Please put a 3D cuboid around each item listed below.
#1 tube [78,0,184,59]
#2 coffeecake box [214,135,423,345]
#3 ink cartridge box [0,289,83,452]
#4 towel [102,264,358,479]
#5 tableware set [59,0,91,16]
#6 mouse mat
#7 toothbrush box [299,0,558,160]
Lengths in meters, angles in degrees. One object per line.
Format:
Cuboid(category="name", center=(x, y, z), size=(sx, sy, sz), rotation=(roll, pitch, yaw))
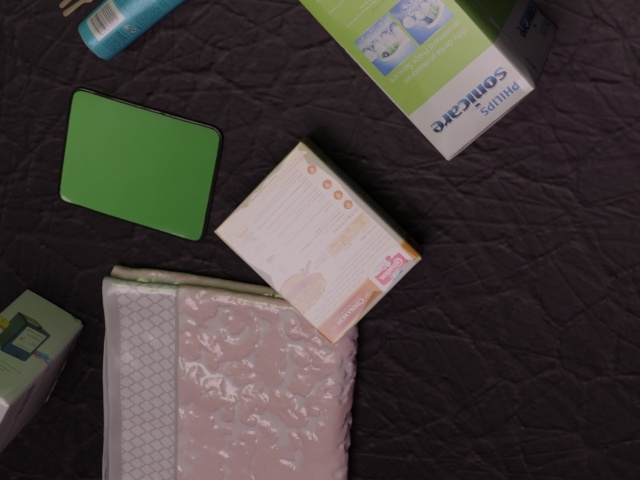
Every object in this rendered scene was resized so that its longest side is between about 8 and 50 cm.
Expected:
Cuboid(category="tube", center=(-0.175, -0.279, 1.652), size=(0.207, 0.052, 0.080), rotation=(-37, 104, 21))
Cuboid(category="coffeecake box", center=(0.000, 0.000, 1.690), size=(0.185, 0.068, 0.142), rotation=(44, 101, -2))
Cuboid(category="ink cartridge box", center=(-0.387, 0.177, 1.820), size=(0.093, 0.212, 0.154), rotation=(33, 119, 3))
Cuboid(category="towel", center=(-0.115, 0.201, 1.846), size=(0.317, 0.053, 0.331), rotation=(9, 116, 11))
Cuboid(category="tableware set", center=(-0.236, -0.318, 1.650), size=(0.154, 0.024, 0.104), rotation=(-34, 67, 22))
Cuboid(category="mouse mat", center=(-0.213, -0.087, 1.769), size=(0.190, 0.007, 0.152), rotation=(18, 117, 9))
Cuboid(category="toothbrush box", center=(0.090, -0.247, 1.500), size=(0.283, 0.206, 0.122), rotation=(45, 117, -7))
